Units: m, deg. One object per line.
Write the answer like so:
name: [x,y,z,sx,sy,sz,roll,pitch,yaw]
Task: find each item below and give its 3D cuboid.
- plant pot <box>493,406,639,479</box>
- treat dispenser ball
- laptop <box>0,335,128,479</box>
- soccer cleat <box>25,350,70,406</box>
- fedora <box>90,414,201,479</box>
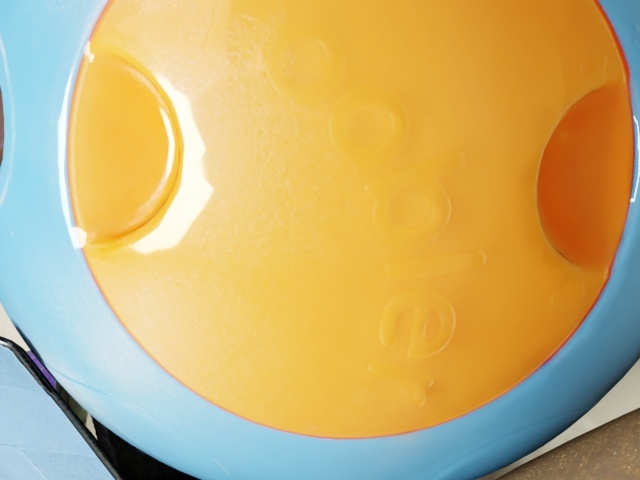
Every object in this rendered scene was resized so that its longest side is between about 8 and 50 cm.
plant pot: [0.109,0.162,0.548,0.230,0.215,0.215,-51,41,28]
treat dispenser ball: [0.007,-0.043,0.588,0.288,0.288,0.288,-24,55,40]
laptop: [-0.211,0.259,0.701,0.382,0.236,0.408,-2,76,39]
soccer cleat: [-0.292,0.213,1.113,0.318,0.116,0.108,-61,32,1]
fedora: [0.000,0.000,0.830,0.152,0.334,0.334,7,75,19]
